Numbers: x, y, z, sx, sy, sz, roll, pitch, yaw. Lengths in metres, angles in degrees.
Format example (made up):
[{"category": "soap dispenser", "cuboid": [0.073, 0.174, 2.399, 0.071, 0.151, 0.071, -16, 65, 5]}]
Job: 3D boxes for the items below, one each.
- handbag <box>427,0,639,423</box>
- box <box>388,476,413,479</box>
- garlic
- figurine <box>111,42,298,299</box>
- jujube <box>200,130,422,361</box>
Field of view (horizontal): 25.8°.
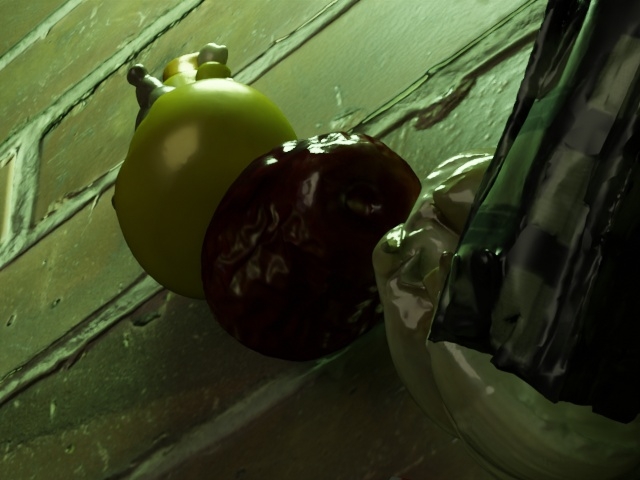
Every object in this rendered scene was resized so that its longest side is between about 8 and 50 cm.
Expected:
[{"category": "handbag", "cuboid": [0.251, -0.036, 0.739, 0.327, 0.325, 0.162, -65, 24, 3]}, {"category": "box", "cuboid": [0.018, 0.272, 1.007, 0.218, 0.039, 0.055, -57, 7, -10]}, {"category": "garlic", "cuboid": [0.125, 0.052, 0.979, 0.185, 0.203, 0.281, -45, 31, 52]}, {"category": "figurine", "cuboid": [-0.120, -0.076, 1.404, 0.187, 0.215, 0.343, -4, 21, -12]}, {"category": "jujube", "cuboid": [0.000, 0.000, 1.146, 0.190, 0.190, 0.255, -63, 11, -19]}]
